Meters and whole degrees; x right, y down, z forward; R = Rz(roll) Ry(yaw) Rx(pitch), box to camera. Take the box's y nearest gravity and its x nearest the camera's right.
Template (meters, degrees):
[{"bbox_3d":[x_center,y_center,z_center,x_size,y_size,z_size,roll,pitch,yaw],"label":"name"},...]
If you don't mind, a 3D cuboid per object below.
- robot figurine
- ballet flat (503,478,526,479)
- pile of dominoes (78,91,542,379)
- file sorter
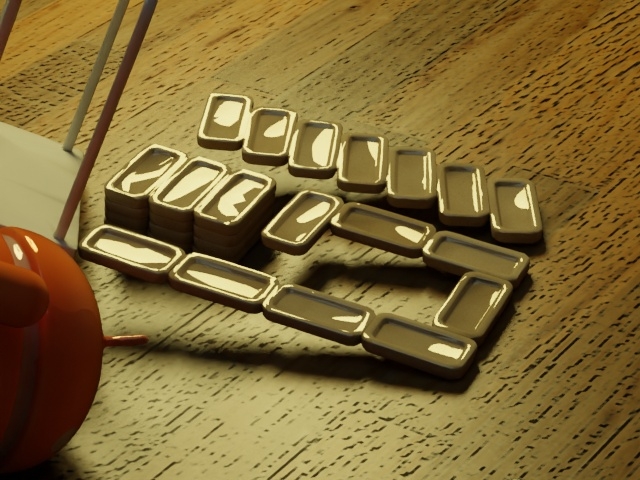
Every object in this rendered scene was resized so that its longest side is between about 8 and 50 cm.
[{"bbox_3d":[-0.198,0.050,0.911,0.219,0.158,0.128,6,29,-32],"label":"robot figurine"},{"bbox_3d":[0.048,0.166,0.774,0.074,0.074,0.203,13,36,27],"label":"ballet flat"},{"bbox_3d":[0.000,0.000,1.104,0.251,0.040,0.196,18,37,19],"label":"pile of dominoes"},{"bbox_3d":[-0.244,-0.129,1.067,0.277,0.173,0.193,19,15,-12],"label":"file sorter"}]
